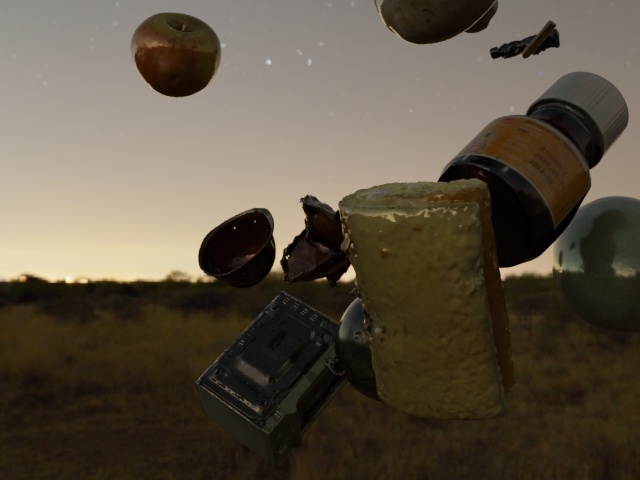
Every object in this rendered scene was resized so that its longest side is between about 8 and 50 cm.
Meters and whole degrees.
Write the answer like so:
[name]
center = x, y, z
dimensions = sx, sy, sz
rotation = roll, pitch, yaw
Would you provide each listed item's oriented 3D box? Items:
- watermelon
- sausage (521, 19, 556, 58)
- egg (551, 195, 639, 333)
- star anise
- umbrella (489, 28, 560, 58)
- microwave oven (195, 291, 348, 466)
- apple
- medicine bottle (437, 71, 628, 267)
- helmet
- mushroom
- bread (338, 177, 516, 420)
[watermelon]
center = 0.185, 0.228, 1.724
dimensions = 0.360, 0.278, 0.279
rotation = -27, 4, -16
[sausage]
center = 0.565, -0.521, 1.942
dimensions = 0.026, 0.026, 0.116
rotation = 4, -40, -37
[egg]
center = 0.593, 0.045, 1.481
dimensions = 0.259, 0.258, 0.352
rotation = 0, 15, 5
[star anise]
center = 0.007, 0.008, 1.466
dimensions = 0.237, 0.148, 0.346
rotation = -43, -9, -12
[umbrella]
center = 0.662, -0.627, 2.425
dimensions = 0.224, 0.071, 0.080
rotation = -7, -11, 26
[microwave oven]
center = -0.111, 0.346, 1.945
dimensions = 0.286, 0.355, 0.218
rotation = 30, -32, 25
[apple]
center = -0.460, -0.592, 2.392
dimensions = 0.286, 0.286, 0.233
rotation = 2, -47, -17
[medicine bottle]
center = 0.407, -0.143, 1.397
dimensions = 0.395, 0.242, 0.243
rotation = -41, 20, -30
[helmet]
center = -0.145, 0.026, 1.484
dimensions = 0.155, 0.175, 0.106
rotation = 19, -24, 41
[mushroom]
center = 0.219, -0.447, 1.291
dimensions = 0.244, 0.243, 0.243
rotation = 1, -4, 0
[bread]
center = 0.165, 0.092, 1.172
dimensions = 0.237, 0.375, 0.165
rotation = -1, 25, 26
